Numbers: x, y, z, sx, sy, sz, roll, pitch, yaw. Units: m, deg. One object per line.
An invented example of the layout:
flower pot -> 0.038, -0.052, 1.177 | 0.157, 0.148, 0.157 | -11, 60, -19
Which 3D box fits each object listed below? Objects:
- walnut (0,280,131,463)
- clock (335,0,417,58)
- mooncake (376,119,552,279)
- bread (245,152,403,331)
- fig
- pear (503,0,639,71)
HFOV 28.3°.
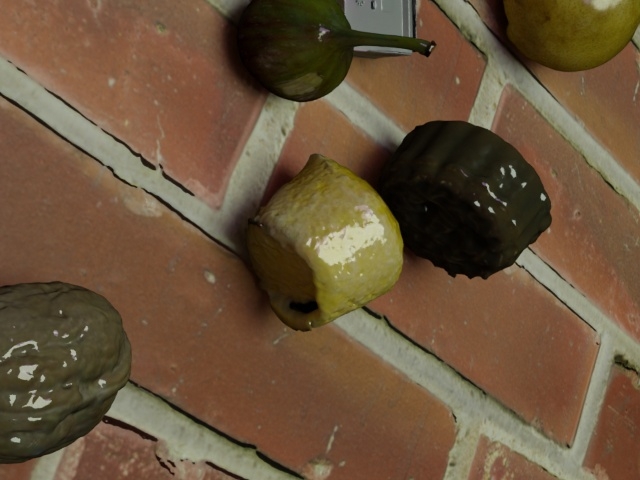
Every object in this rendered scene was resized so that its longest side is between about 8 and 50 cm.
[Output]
walnut -> -0.281, 0.126, 1.247 | 0.230, 0.178, 0.178 | -20, 105, -48
clock -> 0.054, -0.337, 1.648 | 0.147, 0.071, 0.192 | -4, 93, -46
mooncake -> 0.185, -0.050, 1.682 | 0.124, 0.228, 0.228 | -49, 123, -26
bread -> 0.004, 0.002, 1.531 | 0.170, 0.197, 0.197 | -33, 114, -26
fig -> 0.017, -0.231, 1.489 | 0.149, 0.245, 0.149 | -11, 104, -50
pear -> 0.371, -0.351, 1.891 | 0.209, 0.209, 0.209 | -1, 91, -46
